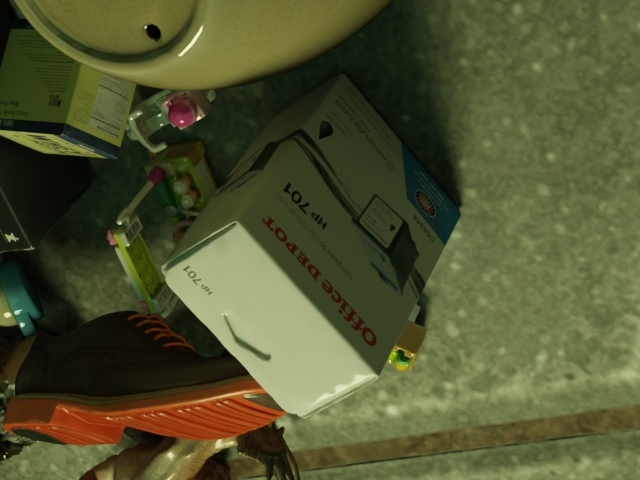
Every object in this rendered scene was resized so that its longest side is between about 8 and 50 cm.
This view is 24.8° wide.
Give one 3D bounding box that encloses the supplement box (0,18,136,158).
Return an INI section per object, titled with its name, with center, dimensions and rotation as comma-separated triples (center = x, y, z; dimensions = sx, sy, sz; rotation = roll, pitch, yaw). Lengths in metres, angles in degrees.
[supplement box]
center = -0.179, -0.106, 1.019
dimensions = 0.083, 0.083, 0.056
rotation = 7, 170, 37

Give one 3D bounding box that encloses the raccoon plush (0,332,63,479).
[raccoon plush]
center = -0.314, 0.299, 1.324
dimensions = 0.446, 0.216, 0.299
rotation = -24, 120, 34

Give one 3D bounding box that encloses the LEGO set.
[LEGO set]
center = -0.056, 0.024, 1.065
dimensions = 0.132, 0.107, 0.287
rotation = -31, 108, 36

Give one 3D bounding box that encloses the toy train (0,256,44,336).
[toy train]
center = -0.296, 0.064, 1.203
dimensions = 0.143, 0.248, 0.105
rotation = -20, 90, -6

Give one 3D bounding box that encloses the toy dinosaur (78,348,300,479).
[toy dinosaur]
center = -0.114, 0.211, 1.223
dimensions = 0.127, 0.200, 0.295
rotation = 54, 155, 11

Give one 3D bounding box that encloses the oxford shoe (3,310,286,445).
[oxford shoe]
center = -0.131, 0.094, 1.080
dimensions = 0.271, 0.098, 0.097
rotation = -7, 157, 35

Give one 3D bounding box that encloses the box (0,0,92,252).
[box]
center = -0.314, -0.116, 1.080
dimensions = 0.184, 0.103, 0.261
rotation = -5, 121, 31

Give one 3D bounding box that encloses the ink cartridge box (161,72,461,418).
[ink cartridge box]
center = 0.000, 0.000, 0.969
dimensions = 0.082, 0.190, 0.139
rotation = -31, 108, 36

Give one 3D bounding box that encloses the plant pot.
[plant pot]
center = -0.089, -0.201, 0.865
dimensions = 0.284, 0.191, 0.284
rotation = 12, 127, 16
